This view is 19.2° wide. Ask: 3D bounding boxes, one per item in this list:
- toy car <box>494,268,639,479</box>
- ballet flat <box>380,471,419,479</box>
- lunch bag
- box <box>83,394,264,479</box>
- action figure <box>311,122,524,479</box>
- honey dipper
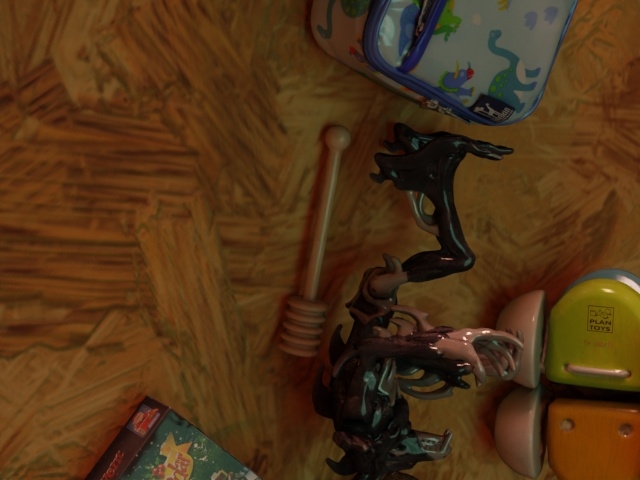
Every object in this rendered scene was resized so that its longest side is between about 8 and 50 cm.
[{"bbox_3d":[0.222,0.103,1.469,0.136,0.159,0.182,-55,146,-60],"label":"toy car"},{"bbox_3d":[-0.011,0.232,1.360,0.249,0.058,0.084,-18,118,-35],"label":"ballet flat"},{"bbox_3d":[0.098,-0.195,1.258,0.176,0.090,0.219,25,90,-41],"label":"lunch bag"},{"bbox_3d":[-0.120,0.243,1.250,0.159,0.044,0.233,41,79,-26],"label":"box"},{"bbox_3d":[0.074,0.064,1.297,0.164,0.140,0.276,-48,150,-84],"label":"action figure"},{"bbox_3d":[0.000,0.000,1.293,0.030,0.030,0.161,1,106,-41],"label":"honey dipper"}]
